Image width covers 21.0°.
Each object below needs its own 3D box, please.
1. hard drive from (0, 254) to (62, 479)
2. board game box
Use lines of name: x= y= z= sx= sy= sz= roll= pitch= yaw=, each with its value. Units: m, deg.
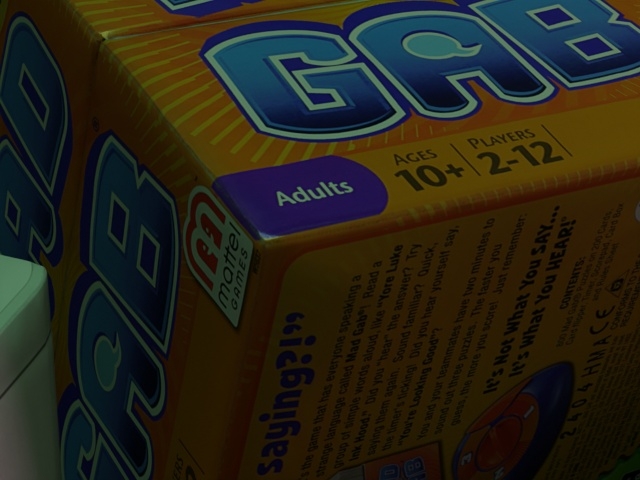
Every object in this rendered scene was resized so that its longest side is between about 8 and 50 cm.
hard drive: x=-0.186 y=0.214 z=0.806 sx=0.047 sy=0.353 sz=0.233 roll=13 pitch=34 yaw=15
board game box: x=0.000 y=0.000 z=1.079 sx=0.356 sy=0.356 sz=0.356 roll=-13 pitch=44 yaw=-31
